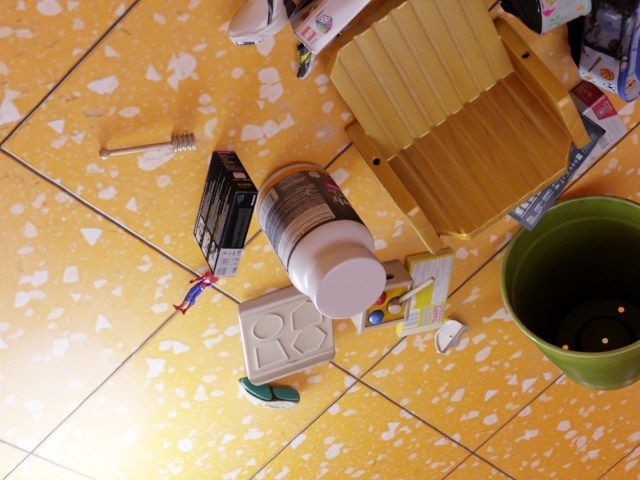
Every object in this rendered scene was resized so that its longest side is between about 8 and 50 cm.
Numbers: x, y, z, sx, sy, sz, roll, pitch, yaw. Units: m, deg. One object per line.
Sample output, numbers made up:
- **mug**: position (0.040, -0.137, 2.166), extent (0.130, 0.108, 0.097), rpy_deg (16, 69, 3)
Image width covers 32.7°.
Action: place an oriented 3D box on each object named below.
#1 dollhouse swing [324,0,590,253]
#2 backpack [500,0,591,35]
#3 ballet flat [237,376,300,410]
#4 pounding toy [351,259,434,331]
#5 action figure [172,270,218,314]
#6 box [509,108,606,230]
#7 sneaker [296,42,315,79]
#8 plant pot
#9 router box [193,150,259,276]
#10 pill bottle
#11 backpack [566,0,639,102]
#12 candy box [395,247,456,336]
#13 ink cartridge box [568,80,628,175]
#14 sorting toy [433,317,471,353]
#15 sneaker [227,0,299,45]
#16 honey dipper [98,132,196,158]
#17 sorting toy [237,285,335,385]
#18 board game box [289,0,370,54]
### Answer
- **dollhouse swing**: position (0.228, -0.227, 1.860), extent (0.347, 0.315, 0.305), rpy_deg (-35, 154, 2)
- **backpack**: position (0.350, -0.469, 1.757), extent (0.191, 0.225, 0.253), rpy_deg (-24, 129, -4)
- **ballet flat**: position (-0.114, 0.326, 2.272), extent (0.168, 0.057, 0.052), rpy_deg (21, 124, -37)
- **pounding toy**: position (0.139, 0.110, 2.196), extent (0.141, 0.100, 0.130), rpy_deg (-11, 130, -19)
- **action figure**: position (-0.227, 0.087, 2.039), extent (0.115, 0.030, 0.038), rpy_deg (-44, 138, 4)
- **box**: position (0.394, -0.163, 2.062), extent (0.233, 0.183, 0.059), rpy_deg (-57, 171, 20)
- **sneaker**: position (-0.027, -0.310, 1.827), extent (0.035, 0.031, 0.083), rpy_deg (14, 115, -20)
- **plant pot**: position (0.592, 0.150, 2.324), extent (0.366, 0.366, 0.353), rpy_deg (-32, 145, -1)
- **router box**: position (-0.166, -0.046, 1.890), extent (0.046, 0.133, 0.179), rpy_deg (0, 126, -27)
- **pill bottle**: position (0.000, 0.000, 1.914), extent (0.162, 0.278, 0.162), rpy_deg (-15, 132, -17)
- **backpack**: position (0.576, -0.384, 1.943), extent (0.276, 0.213, 0.263), rpy_deg (-36, 153, -24)
- **candy box**: position (0.219, 0.110, 2.288), extent (0.105, 0.027, 0.206), rpy_deg (-12, 130, -22)
- **ink cartridge box**: position (0.495, -0.210, 2.143), extent (0.175, 0.072, 0.127), rpy_deg (-40, 133, 7)
- **sorting toy**: position (0.295, 0.207, 2.399), extent (0.075, 0.045, 0.083), rpy_deg (17, 116, -44)
- **sneaker**: position (-0.082, -0.420, 1.664), extent (0.235, 0.094, 0.153), rpy_deg (-40, 132, 6)
- **honey dipper**: position (-0.287, -0.154, 1.814), extent (0.160, 0.030, 0.030), rpy_deg (-10, 130, -18)
- **sorting toy**: position (-0.067, 0.181, 2.195), extent (0.193, 0.038, 0.208), rpy_deg (-17, 127, -14)
- **board game box**: position (0.076, -0.423, 1.675), extent (0.305, 0.193, 0.053), rpy_deg (-44, 106, 11)
